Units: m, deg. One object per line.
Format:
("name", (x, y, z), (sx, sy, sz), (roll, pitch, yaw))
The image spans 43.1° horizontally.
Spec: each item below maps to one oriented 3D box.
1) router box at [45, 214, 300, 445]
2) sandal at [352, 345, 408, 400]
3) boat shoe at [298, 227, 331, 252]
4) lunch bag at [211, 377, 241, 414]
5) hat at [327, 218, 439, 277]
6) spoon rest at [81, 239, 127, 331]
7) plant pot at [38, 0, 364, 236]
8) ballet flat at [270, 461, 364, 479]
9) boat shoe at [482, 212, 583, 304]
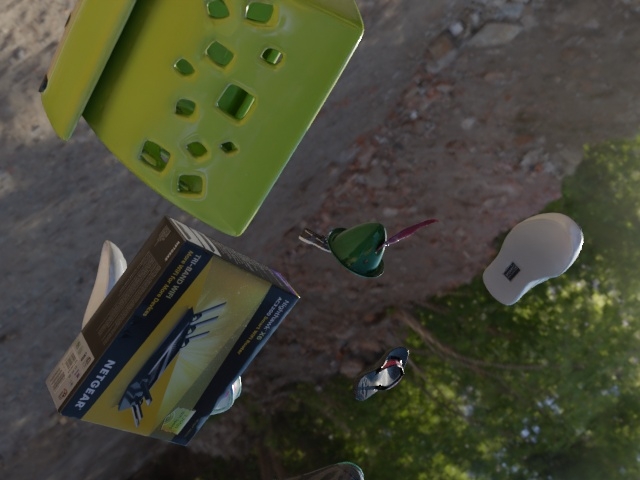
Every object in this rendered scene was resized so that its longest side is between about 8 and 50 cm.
("router box", (-0.214, 0.145, 1.202), (0.243, 0.081, 0.309), (29, 101, -44))
("sandal", (0.126, 0.258, 1.549), (0.040, 0.067, 0.179), (6, -160, 36))
("boat shoe", (0.000, 0.000, 2.352), (0.046, 0.125, 0.038), (-75, -171, -78))
("lunch bag", (-0.323, 0.290, 1.788), (0.279, 0.224, 0.108), (-9, -168, 10))
("hat", (0.144, -0.028, 2.046), (0.184, 0.173, 0.208), (-51, 163, 30))
("spoon rest", (-0.447, 0.135, 1.667), (0.084, 0.277, 0.137), (-1, -163, -22))
("plant pot", (-0.116, -0.177, 0.725), (0.227, 0.207, 0.228), (-56, -155, 24))
("ballet flat", (-0.033, 0.331, 1.011), (0.203, 0.074, 0.074), (-29, -179, 34))
("boat shoe", (0.336, 0.019, 1.232), (0.088, 0.096, 0.268), (-34, 163, -21))
